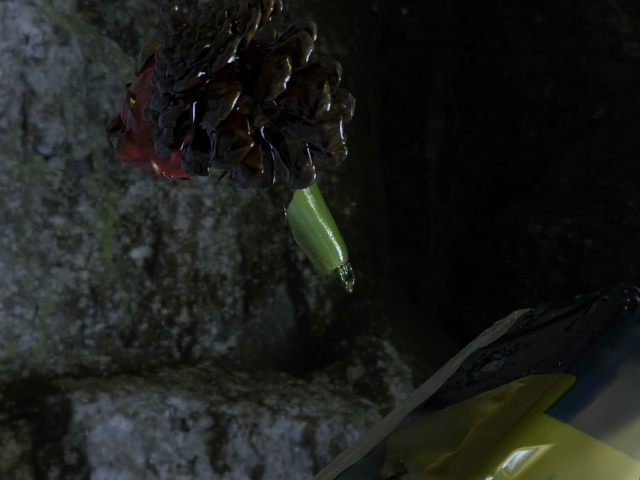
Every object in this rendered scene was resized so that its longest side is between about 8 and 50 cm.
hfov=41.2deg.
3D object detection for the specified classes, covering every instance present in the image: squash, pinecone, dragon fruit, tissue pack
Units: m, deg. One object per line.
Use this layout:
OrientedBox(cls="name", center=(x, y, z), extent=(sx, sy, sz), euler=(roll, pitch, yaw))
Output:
OrientedBox(cls="squash", center=(-0.003, 0.000, 1.408), extent=(0.075, 0.090, 0.200), euler=(-24, -80, 11))
OrientedBox(cls="pinecone", center=(-0.087, -0.172, 1.050), extent=(0.244, 0.309, 0.244), euler=(-29, -135, 35))
OrientedBox(cls="dragon fruit", center=(-0.203, -0.191, 1.280), extent=(0.224, 0.224, 0.227), euler=(26, -101, 38))
OrientedBox(cls="tissue pack", center=(0.139, 0.262, 0.713), extent=(0.264, 0.416, 0.253), euler=(56, -21, -3))
